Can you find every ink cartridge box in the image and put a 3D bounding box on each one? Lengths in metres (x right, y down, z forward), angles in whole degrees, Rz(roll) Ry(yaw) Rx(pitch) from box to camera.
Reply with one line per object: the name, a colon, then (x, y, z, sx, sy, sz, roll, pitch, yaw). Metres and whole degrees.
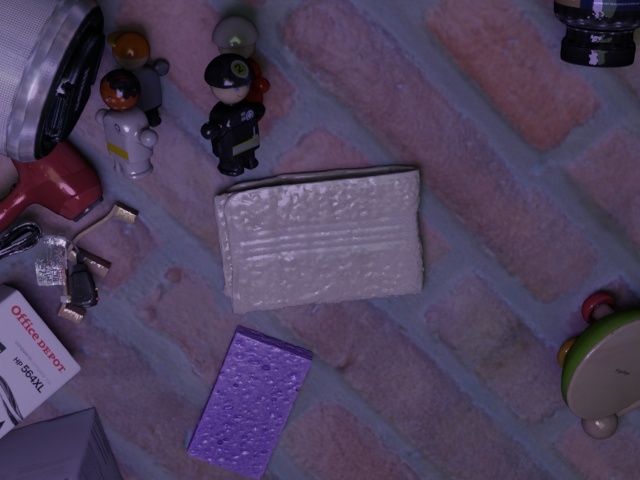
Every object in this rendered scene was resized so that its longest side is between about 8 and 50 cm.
ink cartridge box: (-0.450, 0.178, 1.647, 0.203, 0.086, 0.148, -42, 110, -19)

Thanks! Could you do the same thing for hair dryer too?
hair dryer: (-0.394, -0.046, 1.585, 0.224, 0.080, 0.293, 0, 88, -18)

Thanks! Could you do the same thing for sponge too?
sponge: (-0.103, 0.235, 1.760, 0.117, 0.031, 0.210, 20, 108, -10)

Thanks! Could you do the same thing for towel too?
towel: (0.000, 0.000, 1.673, 0.282, 0.049, 0.187, -5, 111, -2)

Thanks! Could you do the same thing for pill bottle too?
pill bottle: (0.356, -0.332, 1.529, 0.123, 0.123, 0.219, 1, 109, -3)

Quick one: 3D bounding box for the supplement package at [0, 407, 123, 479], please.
supplement package: (-0.390, 0.365, 1.702, 0.194, 0.203, 0.149, -16, 110, 4)

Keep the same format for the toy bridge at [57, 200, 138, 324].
toy bridge: (-0.318, 0.028, 1.677, 0.063, 0.026, 0.188, 28, 106, -10)

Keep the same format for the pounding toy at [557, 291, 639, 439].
pounding toy: (0.402, 0.162, 1.737, 0.183, 0.110, 0.237, -37, 137, -1)

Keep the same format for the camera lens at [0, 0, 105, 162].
camera lens: (-0.412, -0.234, 1.467, 0.274, 0.219, 0.219, 23, 107, -3)

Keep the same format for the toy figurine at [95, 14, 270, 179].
toy figurine: (-0.170, -0.182, 1.511, 0.210, 0.213, 0.148, -2, 122, 3)
